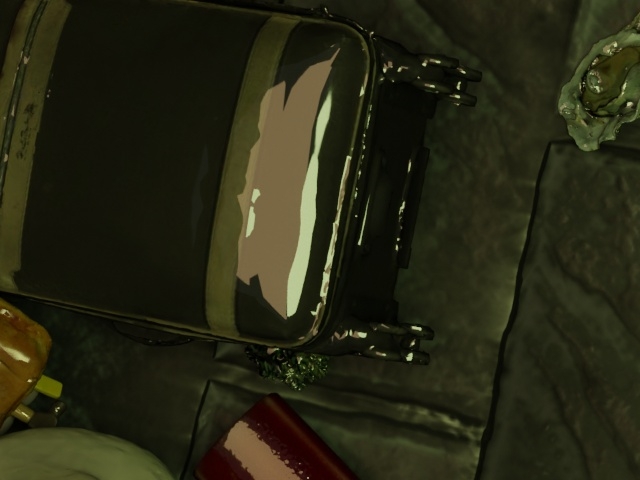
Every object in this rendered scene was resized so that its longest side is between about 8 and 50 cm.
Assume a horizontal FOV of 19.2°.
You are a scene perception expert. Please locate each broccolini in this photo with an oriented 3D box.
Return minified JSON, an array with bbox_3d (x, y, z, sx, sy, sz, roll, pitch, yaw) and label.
[{"bbox_3d":[0.003,0.002,1.571,0.071,0.057,0.254,13,96,-27],"label":"broccolini"}]

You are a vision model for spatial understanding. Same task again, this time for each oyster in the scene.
[{"bbox_3d":[0.238,-0.126,1.526,0.100,0.037,0.098,-27,61,33],"label":"oyster"}]

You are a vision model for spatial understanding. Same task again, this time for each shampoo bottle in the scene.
[{"bbox_3d":[0.016,0.251,1.550,0.102,0.064,0.260,-46,78,8],"label":"shampoo bottle"}]

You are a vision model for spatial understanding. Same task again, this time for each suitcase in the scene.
[{"bbox_3d":[-0.111,-0.054,1.511,0.434,0.194,0.283,11,90,25],"label":"suitcase"}]

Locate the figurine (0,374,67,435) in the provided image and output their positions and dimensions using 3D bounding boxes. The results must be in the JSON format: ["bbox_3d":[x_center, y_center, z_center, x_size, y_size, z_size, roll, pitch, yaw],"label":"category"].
[{"bbox_3d":[-0.314,0.090,1.625,0.112,0.137,0.229,-41,72,43],"label":"figurine"}]

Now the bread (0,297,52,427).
[{"bbox_3d":[-0.338,0.041,1.490,0.271,0.077,0.139,37,125,-2],"label":"bread"}]

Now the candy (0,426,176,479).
[{"bbox_3d":[-0.225,0.294,1.550,0.296,0.185,0.295,0,88,1],"label":"candy"}]
